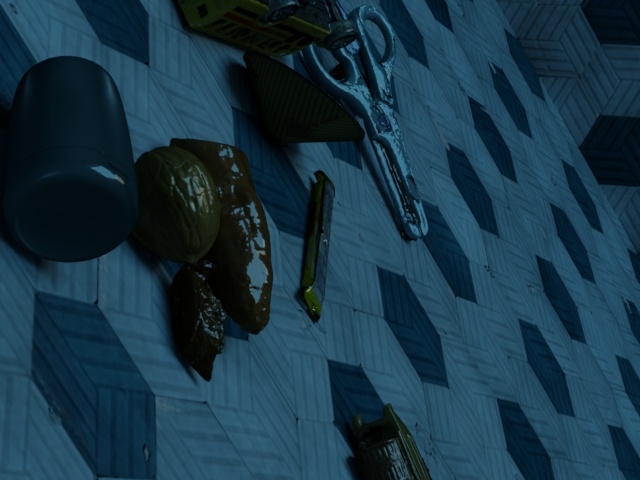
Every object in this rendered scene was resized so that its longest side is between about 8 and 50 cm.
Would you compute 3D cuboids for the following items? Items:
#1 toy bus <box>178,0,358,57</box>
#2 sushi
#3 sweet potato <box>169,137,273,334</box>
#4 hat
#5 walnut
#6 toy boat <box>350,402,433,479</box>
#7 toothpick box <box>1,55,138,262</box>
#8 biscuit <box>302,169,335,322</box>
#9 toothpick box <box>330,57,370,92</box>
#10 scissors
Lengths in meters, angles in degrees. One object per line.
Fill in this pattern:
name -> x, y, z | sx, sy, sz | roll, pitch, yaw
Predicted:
toy bus -> -0.073, -0.320, 2.148 | 0.121, 0.123, 0.335 | 66, 20, 13
sushi -> -0.123, 0.080, 1.634 | 0.055, 0.052, 0.120 | 24, 39, -38
sweet potato -> -0.101, -0.015, 1.740 | 0.097, 0.097, 0.251 | 30, 36, -56
hat -> -0.042, -0.160, 2.101 | 0.193, 0.082, 0.193 | 35, -7, 5
walnut -> -0.150, -0.035, 1.644 | 0.105, 0.105, 0.124 | 2, 65, -67
toy boat -> 0.096, 0.303, 1.872 | 0.088, 0.068, 0.226 | -5, 72, -63
toothpick box -> -0.230, -0.081, 1.472 | 0.120, 0.120, 0.184 | 45, 24, -40
biscuit -> 0.000, 0.000, 2.066 | 0.048, 0.026, 0.292 | 57, 21, -27
toothpick box -> 0.055, -0.235, 2.467 | 0.083, 0.047, 0.047 | 55, 21, -22
scissors -> 0.083, -0.186, 2.414 | 0.180, 0.032, 0.392 | -18, 88, -38
